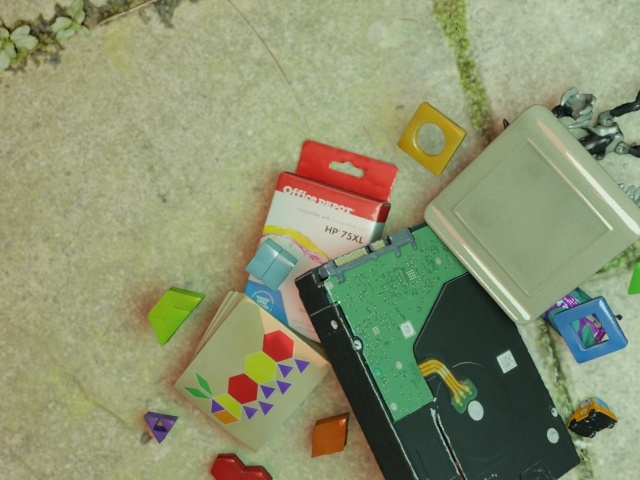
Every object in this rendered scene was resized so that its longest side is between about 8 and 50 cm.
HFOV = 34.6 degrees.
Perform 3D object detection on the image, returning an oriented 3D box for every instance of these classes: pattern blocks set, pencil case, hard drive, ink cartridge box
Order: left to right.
[{"bbox_3d":[-0.087,0.164,1.253,0.285,0.026,0.325,46,115,-3],"label":"pattern blocks set"},{"bbox_3d":[0.000,0.000,1.262,0.134,0.078,0.231,17,95,11],"label":"ink cartridge box"},{"bbox_3d":[0.137,0.153,1.174,0.064,0.237,0.338,-30,85,53],"label":"hard drive"},{"bbox_3d":[0.277,0.063,1.212,0.152,0.070,0.064,43,77,9],"label":"pencil case"}]

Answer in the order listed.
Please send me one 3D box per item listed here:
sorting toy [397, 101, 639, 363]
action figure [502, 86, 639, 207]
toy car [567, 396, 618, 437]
[{"bbox_3d":[0.236,-0.029,1.143,0.347,0.047,0.196,49,125,7],"label":"sorting toy"},{"bbox_3d":[0.316,-0.106,1.171,0.276,0.141,0.164,-31,96,8],"label":"action figure"},{"bbox_3d":[0.359,0.217,1.226,0.122,0.060,0.040,16,49,-6],"label":"toy car"}]
